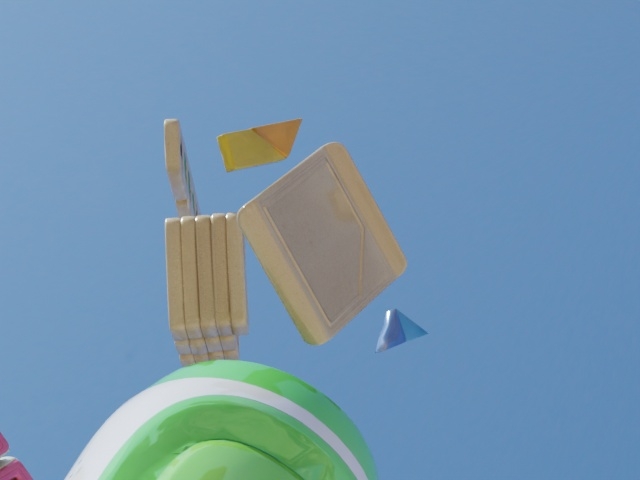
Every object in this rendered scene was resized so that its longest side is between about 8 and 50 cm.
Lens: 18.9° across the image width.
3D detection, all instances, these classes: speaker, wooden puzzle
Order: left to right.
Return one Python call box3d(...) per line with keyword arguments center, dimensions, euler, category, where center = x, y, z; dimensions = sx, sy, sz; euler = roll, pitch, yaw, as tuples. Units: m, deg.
box3d(center=(-0.070, 0.168, 0.672), dimensions=(0.131, 0.296, 0.131), euler=(10, -56, 15), category="speaker")
box3d(center=(0.000, 0.000, 0.818), dimensions=(0.014, 0.078, 0.116), euler=(-20, -84, 44), category="wooden puzzle")

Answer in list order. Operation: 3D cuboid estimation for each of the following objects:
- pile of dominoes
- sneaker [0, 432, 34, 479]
box3d(center=(-0.053, 0.059, 1.049), dimensions=(0.040, 0.251, 0.196), euler=(-4, -107, 0), category="pile of dominoes")
box3d(center=(-0.187, 0.086, 0.856), dimensions=(0.075, 0.063, 0.170), euler=(-20, -77, 35), category="sneaker")
